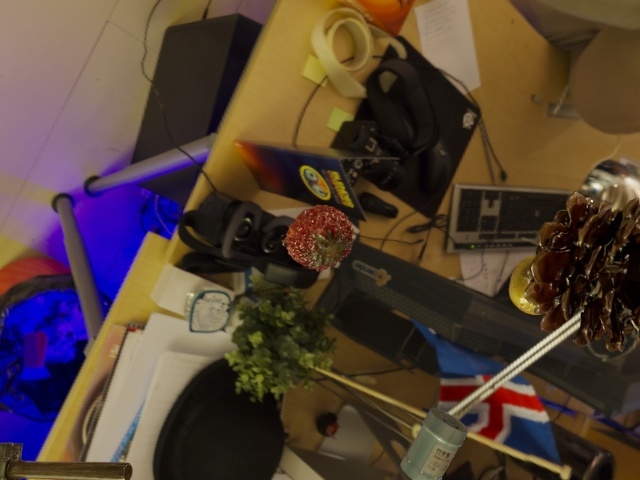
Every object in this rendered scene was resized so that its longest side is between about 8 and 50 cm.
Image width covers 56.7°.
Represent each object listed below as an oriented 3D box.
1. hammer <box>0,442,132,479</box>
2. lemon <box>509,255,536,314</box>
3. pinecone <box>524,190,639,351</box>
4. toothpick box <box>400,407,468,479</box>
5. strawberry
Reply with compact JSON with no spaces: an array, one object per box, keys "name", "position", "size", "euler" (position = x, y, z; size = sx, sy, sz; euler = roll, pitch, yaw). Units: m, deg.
[{"name":"hammer","position":[-0.514,0.455,1.165],"size":[0.043,0.365,0.111],"euler":[34,51,-55]},{"name":"lemon","position":[0.681,0.141,1.866],"size":[0.170,0.170,0.207],"euler":[48,58,-34]},{"name":"pinecone","position":[0.448,0.045,0.870],"size":[0.264,0.264,0.264],"euler":[-10,108,-33]},{"name":"toothpick box","position":[0.266,0.484,1.386],"size":[0.101,0.101,0.153],"euler":[22,98,-37]},{"name":"strawberry","position":[0.000,0.000,1.190],"size":[0.145,0.086,0.145],"euler":[-18,138,-17]}]
